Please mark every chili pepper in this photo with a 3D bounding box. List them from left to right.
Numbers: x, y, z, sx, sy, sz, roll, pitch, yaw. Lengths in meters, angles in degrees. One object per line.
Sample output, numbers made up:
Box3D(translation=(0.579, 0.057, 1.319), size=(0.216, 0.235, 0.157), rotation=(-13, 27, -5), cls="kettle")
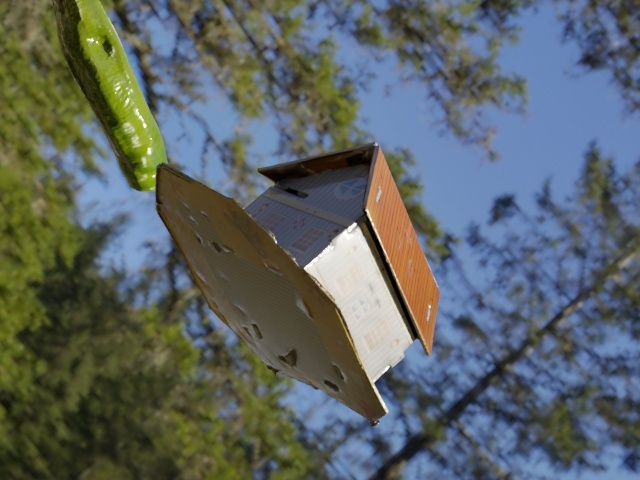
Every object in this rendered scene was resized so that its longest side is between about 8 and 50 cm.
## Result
Box3D(translation=(-0.169, -0.127, 1.002), size=(0.052, 0.050, 0.201), rotation=(-4, -57, 27), cls="chili pepper")

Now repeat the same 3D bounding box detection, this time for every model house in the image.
Box3D(translation=(0.000, 0.000, 0.943), size=(0.207, 0.136, 0.219), rotation=(22, -34, 47), cls="model house")
